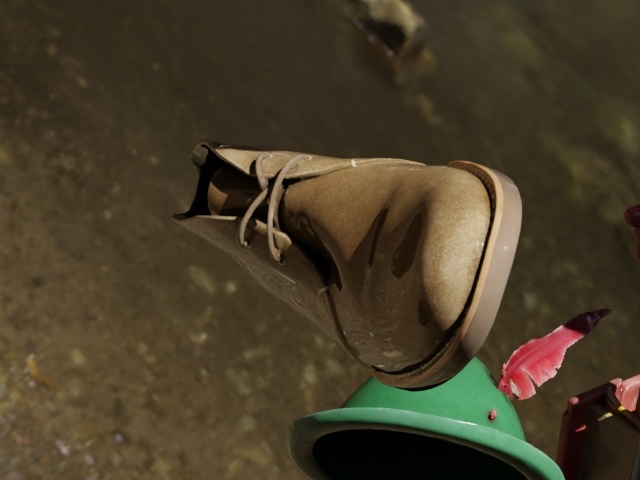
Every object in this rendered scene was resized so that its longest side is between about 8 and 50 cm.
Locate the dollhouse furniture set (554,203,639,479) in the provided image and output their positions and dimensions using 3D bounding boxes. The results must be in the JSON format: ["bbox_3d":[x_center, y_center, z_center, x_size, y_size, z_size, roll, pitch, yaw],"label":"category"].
[{"bbox_3d":[0.360,0.106,1.317,0.152,0.374,0.201,-12,28,-36],"label":"dollhouse furniture set"}]

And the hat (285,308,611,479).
[{"bbox_3d":[0.084,0.073,0.917,0.208,0.173,0.184,64,34,-56],"label":"hat"}]

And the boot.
[{"bbox_3d":[0.000,0.000,0.710,0.115,0.112,0.305,20,-3,-19],"label":"boot"}]
